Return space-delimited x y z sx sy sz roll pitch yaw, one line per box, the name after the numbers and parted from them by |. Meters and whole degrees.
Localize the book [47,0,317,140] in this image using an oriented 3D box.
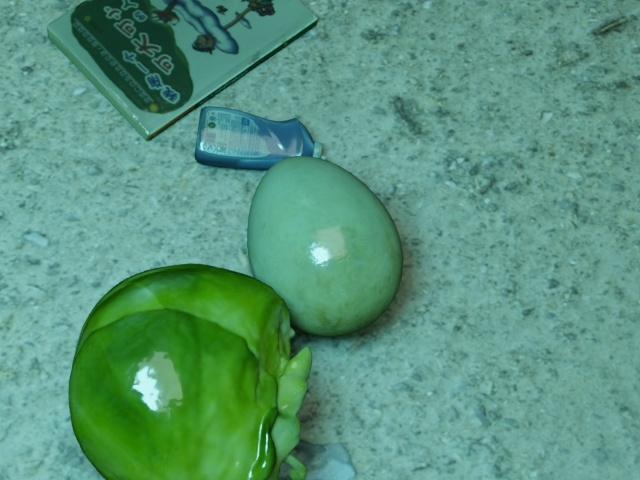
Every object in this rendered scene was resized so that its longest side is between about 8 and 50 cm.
-0.223 -0.352 2.194 0.371 0.043 0.260 -39 75 -24 | book

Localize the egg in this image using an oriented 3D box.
0.000 0.000 1.951 0.219 0.218 0.295 -11 56 -14 | egg

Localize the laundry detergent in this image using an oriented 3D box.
-0.091 -0.152 2.100 0.206 0.061 0.096 8 60 -5 | laundry detergent

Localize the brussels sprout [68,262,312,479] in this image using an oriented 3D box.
-0.186 0.211 1.793 0.315 0.276 0.371 -2 70 -24 | brussels sprout
